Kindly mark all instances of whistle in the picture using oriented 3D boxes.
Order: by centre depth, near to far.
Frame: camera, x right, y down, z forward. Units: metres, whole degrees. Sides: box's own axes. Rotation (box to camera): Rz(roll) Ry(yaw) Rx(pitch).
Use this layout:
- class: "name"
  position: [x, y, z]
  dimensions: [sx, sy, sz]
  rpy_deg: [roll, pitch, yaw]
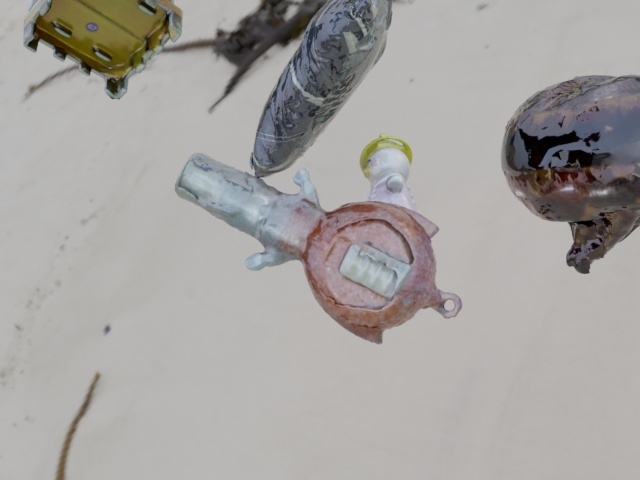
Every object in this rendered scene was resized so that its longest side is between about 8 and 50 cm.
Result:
- class: "whistle"
  position: [0.000, -0.001, 1.020]
  dimensions: [0.142, 0.346, 0.134]
  rpy_deg: [-65, -6, 20]

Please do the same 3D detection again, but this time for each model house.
- class: "model house"
  position: [-0.345, -0.387, 1.452]
  dimensions: [0.198, 0.224, 0.215]
  rpy_deg: [-39, 42, 30]

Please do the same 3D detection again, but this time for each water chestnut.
- class: "water chestnut"
  position: [0.394, -0.092, 1.257]
  dimensions: [0.300, 0.300, 0.300]
  rpy_deg: [-27, 35, 21]

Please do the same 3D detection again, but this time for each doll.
- class: "doll"
  position: [0.092, -0.061, 1.220]
  dimensions: [0.081, 0.129, 0.207]
  rpy_deg: [-1, 57, -3]

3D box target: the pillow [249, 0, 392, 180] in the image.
- class: "pillow"
  position: [-0.003, -0.208, 1.187]
  dimensions: [0.161, 0.093, 0.335]
  rpy_deg: [-49, -1, -44]
